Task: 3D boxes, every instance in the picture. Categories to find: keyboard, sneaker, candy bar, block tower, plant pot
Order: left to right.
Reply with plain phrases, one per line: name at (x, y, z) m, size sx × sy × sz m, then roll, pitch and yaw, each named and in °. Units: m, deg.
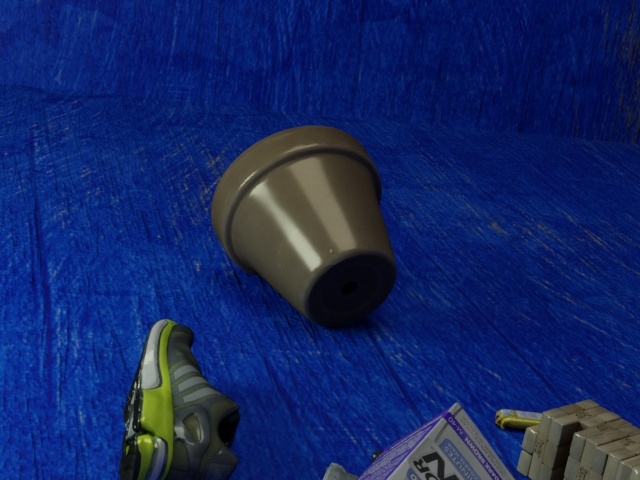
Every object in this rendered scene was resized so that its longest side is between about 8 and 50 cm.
sneaker at (-0.154, 0.190, 1.425) m, size 0.121 × 0.111 × 0.300 m, roll 16°, pitch 23°, yaw -11°
plant pot at (0.000, 0.000, 1.848) m, size 0.263 × 0.263 × 0.229 m, roll -2°, pitch 41°, yaw -30°
keyboard at (0.033, 0.264, 1.279) m, size 0.072 × 0.014 × 0.256 m, roll 26°, pitch 2°, yaw 4°
candy bar at (0.300, 0.234, 1.606) m, size 0.162 × 0.018 × 0.040 m, roll 7°, pitch 16°, yaw -4°
block tower at (0.371, 0.286, 1.386) m, size 0.097 × 0.090 × 0.335 m, roll -8°, pitch 25°, yaw -39°

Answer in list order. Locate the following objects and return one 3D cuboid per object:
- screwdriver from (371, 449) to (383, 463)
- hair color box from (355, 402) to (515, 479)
screwdriver at (0.129, 0.279, 1.409) m, size 0.170 × 0.024 × 0.025 m, roll 28°, pitch 55°, yaw 27°
hair color box at (0.076, 0.293, 1.054) m, size 0.185 × 0.110 × 0.339 m, roll 53°, pitch 33°, yaw 2°
